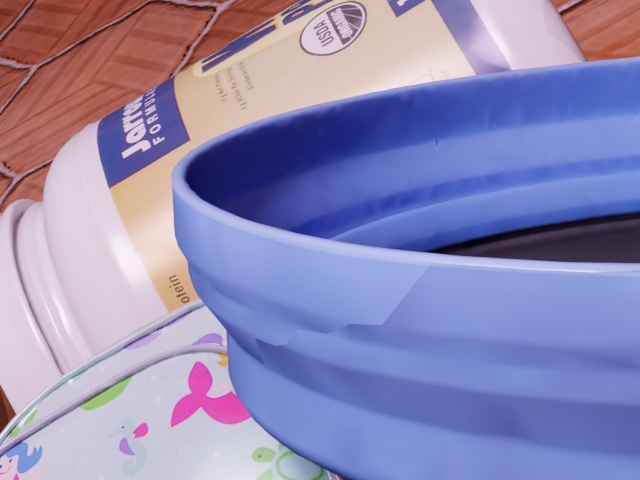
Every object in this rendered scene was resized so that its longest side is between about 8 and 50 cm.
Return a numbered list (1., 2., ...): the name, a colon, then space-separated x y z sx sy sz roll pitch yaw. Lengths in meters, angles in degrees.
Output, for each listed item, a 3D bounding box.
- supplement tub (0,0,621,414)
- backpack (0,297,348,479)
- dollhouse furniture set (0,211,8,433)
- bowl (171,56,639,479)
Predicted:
1. supplement tub: 0.000 0.000 0.829 0.316 0.228 0.228 -30 28 6
2. backpack: -0.032 0.142 0.616 0.225 0.191 0.253 -30 47 12
3. dollhouse furniture set: -0.357 0.173 0.964 0.362 0.256 0.394 -20 -1 23
4. bowl: 0.149 -0.004 0.516 0.391 0.077 0.391 -5 12 1
